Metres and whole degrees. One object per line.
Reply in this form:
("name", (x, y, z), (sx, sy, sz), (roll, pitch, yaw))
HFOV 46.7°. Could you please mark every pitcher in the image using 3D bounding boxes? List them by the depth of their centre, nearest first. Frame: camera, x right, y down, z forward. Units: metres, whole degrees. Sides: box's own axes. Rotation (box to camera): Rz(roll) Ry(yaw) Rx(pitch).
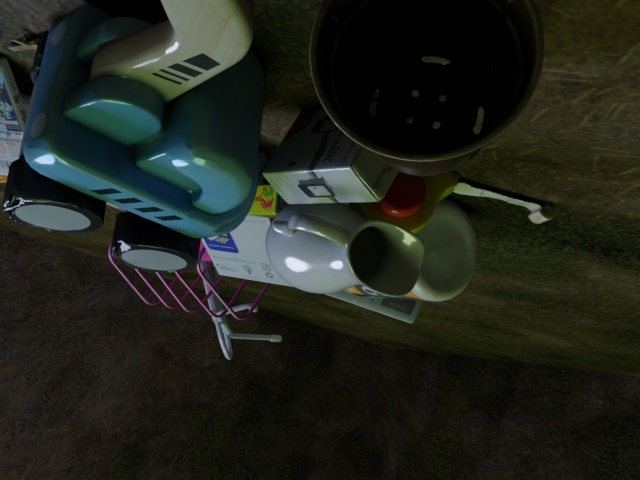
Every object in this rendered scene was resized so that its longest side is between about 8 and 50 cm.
("pitcher", (0.000, 0.000, 0.934), (0.178, 0.125, 0.207), (29, 169, -34))

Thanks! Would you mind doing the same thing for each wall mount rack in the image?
("wall mount rack", (-0.202, 0.126, 1.823), (0.131, 0.350, 0.304), (-16, 156, -1))

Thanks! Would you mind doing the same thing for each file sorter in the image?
("file sorter", (-0.259, 0.036, 1.529), (0.291, 0.182, 0.202), (4, 140, 39))

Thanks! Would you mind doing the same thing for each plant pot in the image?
("plant pot", (0.087, -0.129, 0.609), (0.167, 0.167, 0.165), (12, 176, 11))

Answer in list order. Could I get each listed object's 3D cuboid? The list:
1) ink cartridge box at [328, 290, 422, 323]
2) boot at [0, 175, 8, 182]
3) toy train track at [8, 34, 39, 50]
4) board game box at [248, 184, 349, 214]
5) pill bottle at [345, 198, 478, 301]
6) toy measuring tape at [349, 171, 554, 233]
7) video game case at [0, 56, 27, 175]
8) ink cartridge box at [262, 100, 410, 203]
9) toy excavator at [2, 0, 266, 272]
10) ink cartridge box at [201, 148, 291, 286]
("ink cartridge box", (0.032, 0.078, 1.869), (0.308, 0.091, 0.385), (20, -177, -30))
("boot", (-0.658, -0.192, 1.284), (0.295, 0.104, 0.211), (23, 166, -20))
("toy train track", (-0.366, -0.245, 0.920), (0.083, 0.014, 0.048), (10, 176, 45))
("board game box", (-0.015, -0.049, 1.105), (0.181, 0.043, 0.092), (7, 178, -36))
("pill bottle", (0.108, 0.016, 1.217), (0.162, 0.162, 0.278), (22, 166, -32))
("toy measuring tape", (0.157, -0.038, 1.026), (0.330, 0.121, 0.121), (15, 168, -7))
("video game case", (-0.506, -0.182, 1.085), (0.201, 0.023, 0.183), (9, 127, 25))
("ink cartridge box", (0.021, -0.102, 0.871), (0.150, 0.109, 0.063), (1, 143, 45))
("toy excavator", (-0.154, -0.156, 0.730), (0.445, 0.222, 0.433), (-13, 153, 37))
("ink cartridge box", (-0.142, -0.061, 1.199), (0.165, 0.065, 0.332), (9, 141, 26))
